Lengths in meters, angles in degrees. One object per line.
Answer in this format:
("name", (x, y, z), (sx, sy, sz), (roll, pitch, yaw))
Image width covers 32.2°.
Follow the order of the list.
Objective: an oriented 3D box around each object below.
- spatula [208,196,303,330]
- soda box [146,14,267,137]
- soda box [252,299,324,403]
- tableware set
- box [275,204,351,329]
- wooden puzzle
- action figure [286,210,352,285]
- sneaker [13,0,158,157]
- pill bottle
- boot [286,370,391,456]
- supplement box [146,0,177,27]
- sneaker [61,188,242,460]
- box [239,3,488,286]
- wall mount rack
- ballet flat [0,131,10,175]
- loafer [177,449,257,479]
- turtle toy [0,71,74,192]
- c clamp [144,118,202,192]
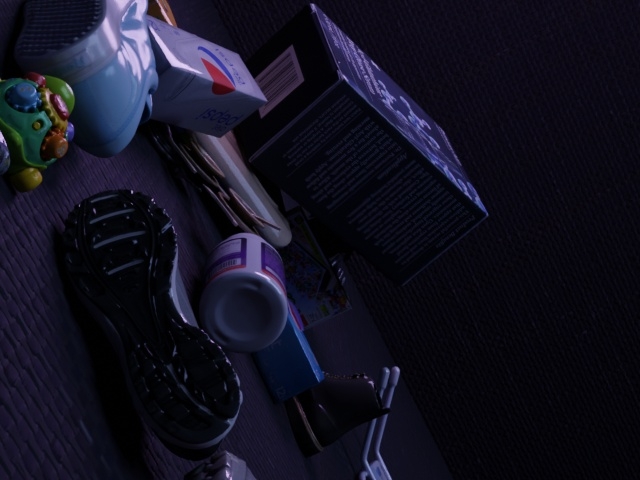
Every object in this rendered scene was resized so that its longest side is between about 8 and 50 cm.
("spatula", (-0.107, 0.035, 1.823), (0.296, 0.030, 0.084), (60, 6, -35))
("soda box", (-0.186, -0.218, 1.506), (0.091, 0.098, 0.286), (59, 17, 14))
("soda box", (-0.072, 0.117, 1.559), (0.210, 0.071, 0.067), (64, 6, 4))
("tableware set", (-0.135, -0.081, 1.578), (0.194, 0.039, 0.128), (51, 4, 25))
("box", (-0.039, 0.053, 1.953), (0.207, 0.114, 0.036), (62, 6, -20))
("wooden puzzle", (-0.166, -0.164, 1.846), (0.322, 0.080, 0.348), (56, 11, -21))
("action figure", (0.000, 0.000, 2.076), (0.276, 0.164, 0.141), (102, 0, -57))
("sneaker", (-0.241, -0.199, 1.205), (0.366, 0.135, 0.150), (-89, 161, -59))
("pill bottle", (-0.097, 0.057, 1.405), (0.108, 0.108, 0.193), (63, 6, -18))
("boot", (0.013, 0.204, 1.621), (0.198, 0.137, 0.077), (67, 6, 33))
("supplement box", (-0.266, -0.338, 1.663), (0.078, 0.080, 0.233), (59, 0, -26))
("sneaker", (-0.154, 0.072, 0.967), (0.108, 0.100, 0.271), (103, -35, -58))
("box", (0.062, -0.163, 1.924), (0.395, 0.212, 0.293), (39, 20, -33))
("wall mount rack", (0.137, 0.391, 1.995), (0.304, 0.130, 0.350), (65, 5, 9))
("ballet flat", (-0.272, -0.101, 0.843), (0.114, 0.041, 0.041), (64, 5, 8))
("loafer", (-0.069, 0.246, 0.789), (0.111, 0.112, 0.319), (55, 6, -6))
("turtle toy", (-0.246, -0.105, 0.944), (0.095, 0.066, 0.130), (62, 6, -22))
("c clamp", (-0.231, -0.158, 1.609), (0.137, 0.022, 0.161), (46, 20, -58))
